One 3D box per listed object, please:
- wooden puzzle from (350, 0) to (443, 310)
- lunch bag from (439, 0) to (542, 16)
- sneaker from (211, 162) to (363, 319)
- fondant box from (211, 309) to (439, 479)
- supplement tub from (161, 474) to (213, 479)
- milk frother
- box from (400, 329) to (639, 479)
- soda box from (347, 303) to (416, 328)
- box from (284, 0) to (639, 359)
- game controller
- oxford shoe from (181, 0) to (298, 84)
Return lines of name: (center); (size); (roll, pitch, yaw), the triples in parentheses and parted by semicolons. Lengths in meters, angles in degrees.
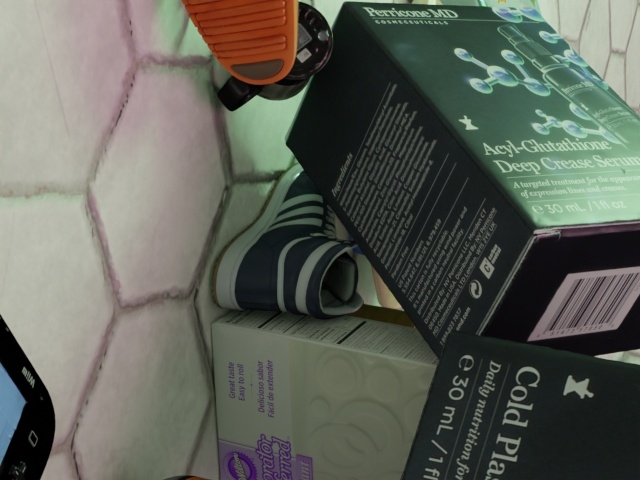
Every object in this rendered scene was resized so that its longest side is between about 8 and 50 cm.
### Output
wooden puzzle: (0.103, -0.113, 1.925); (0.348, 0.080, 0.322); (68, 38, -60)
lunch bag: (0.248, -0.322, 2.114); (0.279, 0.108, 0.224); (-26, 101, -61)
sneaker: (0.000, 0.000, 1.667); (0.282, 0.153, 0.099); (-53, 143, -49)
fondant box: (0.042, 0.213, 1.610); (0.096, 0.330, 0.238); (-34, 128, -55)
supplement tub: (-0.077, 0.345, 1.404); (0.193, 0.316, 0.193); (-31, 125, -59)
milk frother: (-0.070, -0.223, 1.526); (0.135, 0.129, 0.143); (155, -87, -78)
box: (0.299, 0.382, 1.275); (0.297, 0.472, 0.480); (52, 52, -56)
soda box: (0.042, 0.109, 1.762); (0.058, 0.181, 0.061); (24, 76, -65)
box: (0.197, -0.070, 1.574); (0.294, 0.395, 0.212); (-5, 134, -35)
game controller: (-0.299, 0.121, 1.143); (0.319, 0.067, 0.166); (72, 35, -46)
oxford shoe: (-0.077, -0.337, 1.392); (0.133, 0.130, 0.363); (-51, 135, -58)
